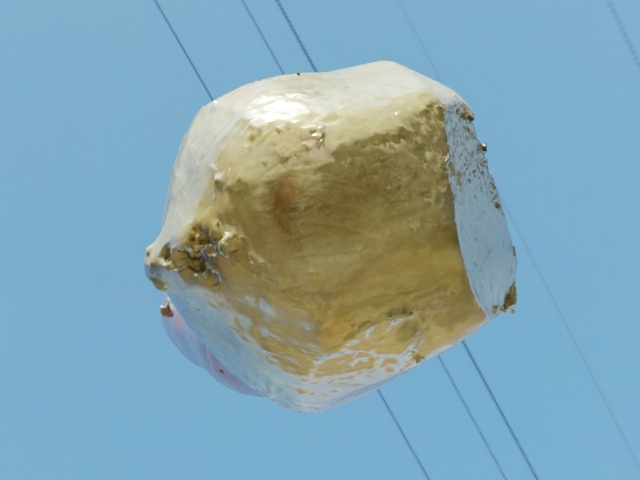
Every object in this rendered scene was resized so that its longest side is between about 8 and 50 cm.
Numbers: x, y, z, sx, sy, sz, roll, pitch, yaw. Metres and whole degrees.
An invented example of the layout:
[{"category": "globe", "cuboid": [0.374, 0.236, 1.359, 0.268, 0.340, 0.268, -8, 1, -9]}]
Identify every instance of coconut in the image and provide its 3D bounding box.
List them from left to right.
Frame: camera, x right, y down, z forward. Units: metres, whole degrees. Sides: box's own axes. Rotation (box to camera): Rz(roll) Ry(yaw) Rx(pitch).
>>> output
[{"category": "coconut", "cuboid": [-0.001, -0.003, 0.692, 0.194, 0.194, 0.194, -2, -76, -7]}]

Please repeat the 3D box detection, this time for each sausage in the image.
[{"category": "sausage", "cuboid": [-0.080, 0.068, 1.123, 0.094, 0.419, 0.094, -45, -81, -8]}]
